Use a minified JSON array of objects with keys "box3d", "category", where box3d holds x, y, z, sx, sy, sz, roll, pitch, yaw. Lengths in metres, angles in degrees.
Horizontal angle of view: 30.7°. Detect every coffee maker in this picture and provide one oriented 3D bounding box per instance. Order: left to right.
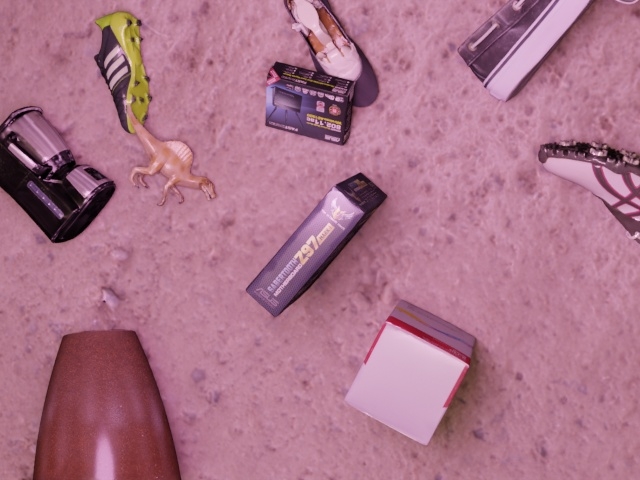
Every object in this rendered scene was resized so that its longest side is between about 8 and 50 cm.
[{"box3d":[-0.416,-0.082,1.729,0.178,0.120,0.171,46,127,6],"category":"coffee maker"}]

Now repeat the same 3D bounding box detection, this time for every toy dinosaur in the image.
[{"box3d":[-0.235,-0.114,1.705,0.092,0.053,0.183,-44,104,9],"category":"toy dinosaur"}]

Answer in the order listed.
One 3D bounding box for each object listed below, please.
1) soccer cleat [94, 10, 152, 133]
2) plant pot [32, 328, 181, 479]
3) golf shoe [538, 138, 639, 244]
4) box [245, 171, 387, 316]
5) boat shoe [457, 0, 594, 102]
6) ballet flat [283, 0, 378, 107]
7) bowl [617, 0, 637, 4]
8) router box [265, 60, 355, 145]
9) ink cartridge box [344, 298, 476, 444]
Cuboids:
[{"box3d":[-0.292,-0.244,1.706,0.072,0.060,0.179,-4,92,27],"category":"soccer cleat"},{"box3d":[-0.316,0.250,1.701,0.215,0.215,0.230,-7,80,13],"category":"plant pot"},{"box3d":[0.412,-0.056,1.542,0.272,0.105,0.120,18,107,11],"category":"golf shoe"},{"box3d":[0.000,0.000,1.571,0.059,0.232,0.183,42,103,2],"category":"box"},{"box3d":[0.287,-0.324,1.485,0.119,0.121,0.335,41,125,5],"category":"boat shoe"},{"box3d":[0.010,-0.274,1.623,0.074,0.074,0.203,-31,89,14],"category":"ballet flat"},{"box3d":[0.392,-0.396,1.532,0.142,0.053,0.142,34,103,7],"category":"bowl"},{"box3d":[-0.016,-0.191,1.631,0.122,0.038,0.092,16,137,11],"category":"router box"},{"box3d":[0.127,0.175,1.592,0.127,0.176,0.128,27,102,6],"category":"ink cartridge box"}]
